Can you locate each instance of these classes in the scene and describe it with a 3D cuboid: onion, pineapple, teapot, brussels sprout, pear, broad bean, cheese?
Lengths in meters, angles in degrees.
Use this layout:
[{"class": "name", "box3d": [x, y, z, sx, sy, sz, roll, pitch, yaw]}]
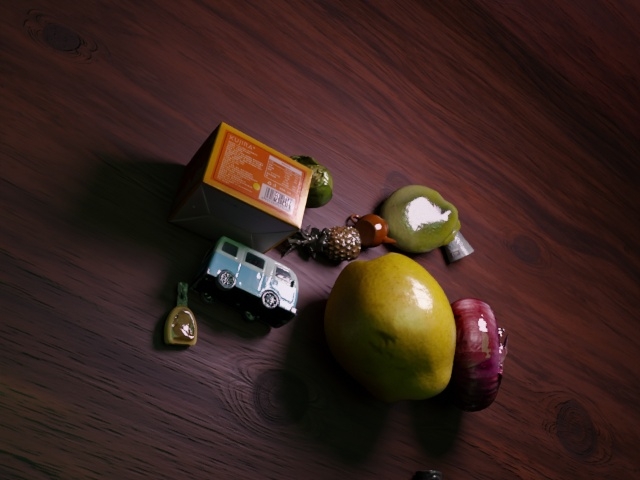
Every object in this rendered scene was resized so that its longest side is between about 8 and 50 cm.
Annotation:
[{"class": "onion", "box3d": [0.417, 0.347, 1.760, 0.285, 0.347, 0.347, -2, 67, 1]}, {"class": "pineapple", "box3d": [0.000, 0.000, 1.741, 0.251, 0.125, 0.125, 5, 67, -22]}, {"class": "teapot", "box3d": [0.169, -0.036, 1.867, 0.173, 0.116, 0.116, 37, 45, 26]}, {"class": "brussels sprout", "box3d": [-0.040, -0.176, 1.761, 0.183, 0.145, 0.131, 28, 75, 28]}, {"class": "pear", "box3d": [0.196, 0.244, 1.608, 0.362, 0.362, 0.418, -14, 81, -38]}, {"class": "broad bean", "box3d": [0.339, -0.074, 1.961, 0.291, 0.119, 0.238, -3, 82, -15]}, {"class": "cheese", "box3d": [-0.352, 0.185, 1.450, 0.086, 0.036, 0.162, 12, 64, -32]}]

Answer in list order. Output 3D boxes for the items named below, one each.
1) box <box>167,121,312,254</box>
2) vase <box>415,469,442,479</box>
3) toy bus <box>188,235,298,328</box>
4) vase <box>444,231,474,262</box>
[{"class": "box", "box3d": [-0.215, -0.126, 1.539, 0.283, 0.259, 0.213, 27, 58, -23]}, {"class": "vase", "box3d": [0.312, 0.776, 1.612, 0.115, 0.115, 0.237, 19, 57, -27]}, {"class": "toy bus", "box3d": [-0.189, 0.110, 1.534, 0.271, 0.133, 0.164, 28, 52, -19]}, {"class": "vase", "box3d": [0.460, -0.034, 2.075, 0.096, 0.096, 0.219, -22, 80, -39]}]
